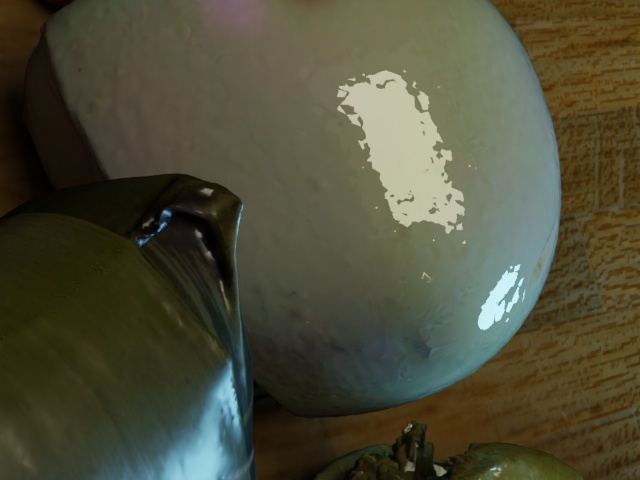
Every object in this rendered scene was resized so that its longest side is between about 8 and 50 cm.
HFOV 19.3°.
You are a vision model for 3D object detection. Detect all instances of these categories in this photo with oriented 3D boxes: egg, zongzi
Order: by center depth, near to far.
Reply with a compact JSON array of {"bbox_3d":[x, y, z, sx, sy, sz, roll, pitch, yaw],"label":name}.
[{"bbox_3d":[-0.120,0.164,0.739,0.289,0.154,0.318,-35,116,-41],"label":"zongzi"},{"bbox_3d":[0.010,-0.012,0.868,0.271,0.206,0.162,33,32,-40],"label":"egg"}]

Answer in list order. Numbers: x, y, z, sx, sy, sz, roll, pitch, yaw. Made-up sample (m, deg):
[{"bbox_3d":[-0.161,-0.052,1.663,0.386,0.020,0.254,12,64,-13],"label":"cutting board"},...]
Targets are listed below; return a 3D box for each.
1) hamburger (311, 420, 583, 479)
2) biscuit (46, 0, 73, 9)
[{"bbox_3d":[0.057,0.181,0.905,0.159,0.131,0.185,12,72,-48],"label":"hamburger"},{"bbox_3d":[-0.062,-0.151,0.975,0.334,0.047,0.202,47,49,-19],"label":"biscuit"}]
